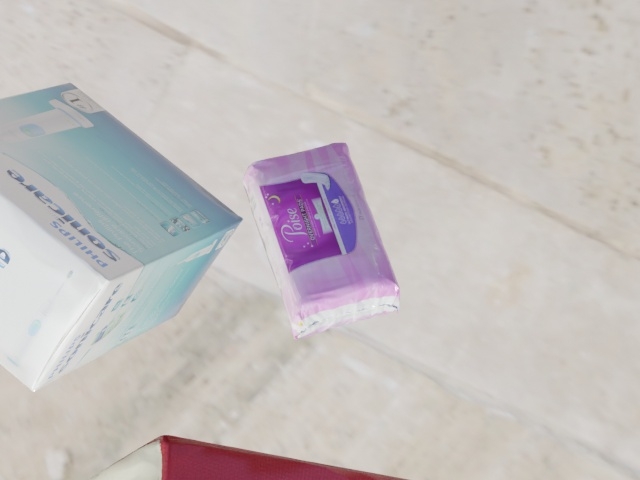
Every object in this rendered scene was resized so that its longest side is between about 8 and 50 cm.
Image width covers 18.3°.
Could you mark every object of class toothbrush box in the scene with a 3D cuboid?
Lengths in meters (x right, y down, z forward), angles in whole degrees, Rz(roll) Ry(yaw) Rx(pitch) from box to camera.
[{"bbox_3d":[-0.230,-0.013,1.718,0.216,0.295,0.126,38,109,8],"label":"toothbrush box"}]

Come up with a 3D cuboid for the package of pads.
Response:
[{"bbox_3d":[0.000,0.000,0.892,0.050,0.032,0.083,-14,61,-11],"label":"package of pads"}]

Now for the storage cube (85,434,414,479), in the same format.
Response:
[{"bbox_3d":[-0.045,0.227,1.084,0.193,0.215,0.184,14,63,-27],"label":"storage cube"}]
